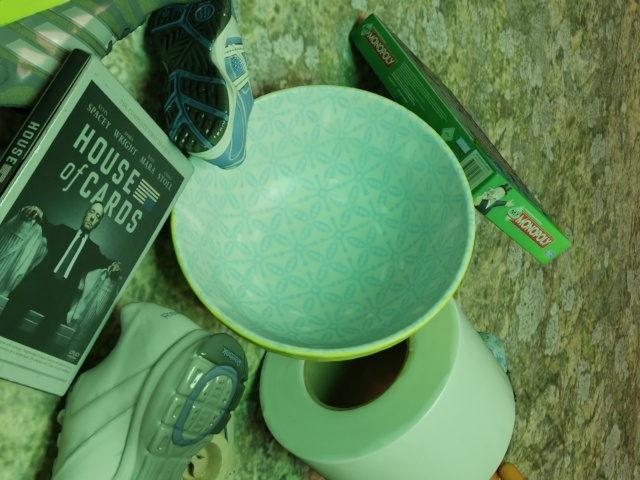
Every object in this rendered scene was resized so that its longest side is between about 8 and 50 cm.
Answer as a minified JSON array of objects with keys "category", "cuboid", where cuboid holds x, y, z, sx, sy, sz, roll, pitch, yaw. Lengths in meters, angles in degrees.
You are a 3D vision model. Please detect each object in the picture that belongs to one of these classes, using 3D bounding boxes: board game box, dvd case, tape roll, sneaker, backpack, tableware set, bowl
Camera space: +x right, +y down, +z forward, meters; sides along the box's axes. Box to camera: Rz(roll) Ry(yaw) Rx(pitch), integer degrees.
[{"category":"board game box","cuboid":[0.169,-0.129,0.869,0.046,0.317,0.213,-42,140,19]},{"category":"dvd case","cuboid":[-0.202,-0.003,0.562,0.239,0.029,0.179,-62,156,-13]},{"category":"tape roll","cuboid":[0.076,0.169,0.799,0.169,0.246,0.246,50,58,-38]},{"category":"sneaker","cuboid":[-0.180,0.190,0.616,0.297,0.129,0.111,-59,149,-1]},{"category":"sneaker","cuboid":[-0.109,-0.163,0.671,0.081,0.080,0.211,47,36,-63]},{"category":"backpack","cuboid":[0.238,0.203,1.090,0.084,0.105,0.115,-18,102,-47]},{"category":"tableware set","cuboid":[-0.122,0.286,0.739,0.128,0.039,0.194,-12,102,-47]},{"category":"bowl","cuboid":[0.000,0.000,0.733,0.156,0.289,0.290,97,18,-66]},{"category":"sneaker","cuboid":[-0.213,-0.166,0.562,0.300,0.111,0.121,-32,128,-37]}]

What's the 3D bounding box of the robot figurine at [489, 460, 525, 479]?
[{"category":"robot figurine","cuboid":[0.253,0.399,1.065,0.158,0.219,0.128,-44,174,11]}]
